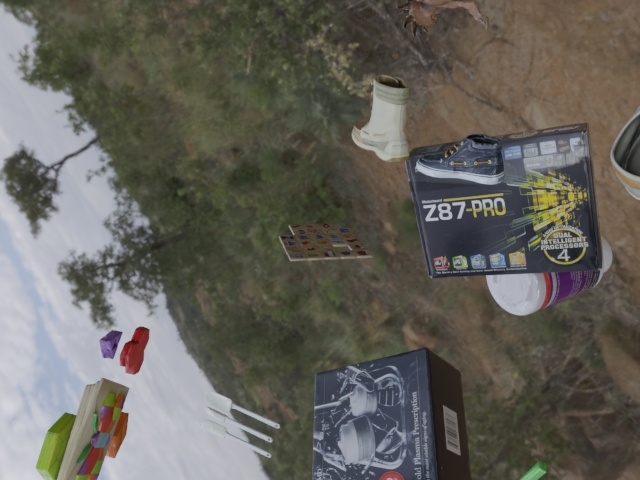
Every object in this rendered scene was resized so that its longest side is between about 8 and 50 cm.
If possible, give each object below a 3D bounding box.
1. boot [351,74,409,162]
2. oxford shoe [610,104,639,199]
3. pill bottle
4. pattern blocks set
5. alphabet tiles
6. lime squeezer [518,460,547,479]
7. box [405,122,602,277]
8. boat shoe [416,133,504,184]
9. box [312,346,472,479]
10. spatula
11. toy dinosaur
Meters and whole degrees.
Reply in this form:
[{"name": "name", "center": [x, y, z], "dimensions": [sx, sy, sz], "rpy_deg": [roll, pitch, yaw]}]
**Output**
[{"name": "boot", "center": [0.129, -0.272, 1.276], "dimensions": [0.213, 0.077, 0.165], "rpy_deg": [-131, 34, -58]}, {"name": "oxford shoe", "center": [0.585, -0.250, 0.862], "dimensions": [0.169, 0.130, 0.449], "rpy_deg": [49, 124, 39]}, {"name": "pill bottle", "center": [0.609, 0.072, 1.568], "dimensions": [0.181, 0.322, 0.182], "rpy_deg": [38, 136, 51]}, {"name": "pattern blocks set", "center": [-0.338, 0.294, 0.888], "dimensions": [0.026, 0.325, 0.285], "rpy_deg": [14, 176, 4]}, {"name": "alphabet tiles", "center": [0.000, 0.000, 1.478], "dimensions": [0.237, 0.198, 0.009], "rpy_deg": [-124, 34, -65]}, {"name": "lime squeezer", "center": [0.260, 0.410, 0.807], "dimensions": [0.109, 0.059, 0.311], "rpy_deg": [8, 124, 41]}, {"name": "box", "center": [0.416, -0.079, 1.360], "dimensions": [0.394, 0.097, 0.318], "rpy_deg": [-4, 110, 28]}, {"name": "boat shoe", "center": [0.268, -0.166, 1.149], "dimensions": [0.183, 0.065, 0.083], "rpy_deg": [14, 125, 37]}, {"name": "box", "center": [0.155, 0.459, 1.351], "dimensions": [0.179, 0.312, 0.343], "rpy_deg": [37, -138, -42]}, {"name": "spatula", "center": [-0.244, 0.554, 1.790], "dimensions": [0.242, 0.019, 0.168], "rpy_deg": [22, 115, 10]}, {"name": "toy dinosaur", "center": [0.226, -0.516, 1.209], "dimensions": [0.200, 0.127, 0.295], "rpy_deg": [1, 167, 28]}]
